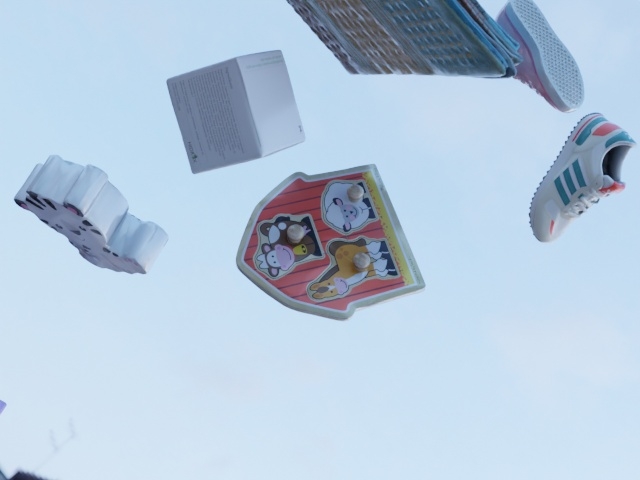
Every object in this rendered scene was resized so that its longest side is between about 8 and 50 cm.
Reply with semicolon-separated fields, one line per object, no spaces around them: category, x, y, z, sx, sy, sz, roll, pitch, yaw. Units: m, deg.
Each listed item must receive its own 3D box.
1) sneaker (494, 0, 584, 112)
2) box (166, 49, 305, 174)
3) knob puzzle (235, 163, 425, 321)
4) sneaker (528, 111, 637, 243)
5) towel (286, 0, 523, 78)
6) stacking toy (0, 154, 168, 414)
sneaker;0.212;-0.175;0.981;0.070;0.051;0.134;-46;-115;52
box;-0.083;-0.130;0.973;0.087;0.101;0.102;-10;-81;27
knob puzzle;0.000;0.000;1.082;0.213;0.213;0.030;39;-24;14
sneaker;0.297;-0.059;1.091;0.075;0.057;0.161;42;-67;45
towel;0.035;-0.280;1.030;0.271;0.040;0.370;47;-10;-22
stacking toy;-0.175;0.048;0.374;0.221;0.167;0.052;4;-33;41
